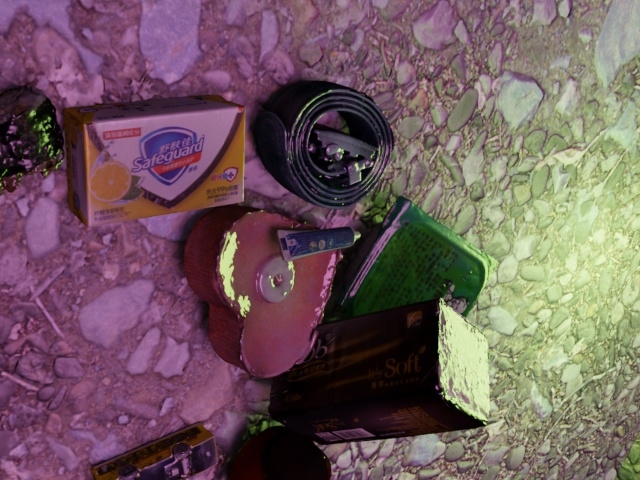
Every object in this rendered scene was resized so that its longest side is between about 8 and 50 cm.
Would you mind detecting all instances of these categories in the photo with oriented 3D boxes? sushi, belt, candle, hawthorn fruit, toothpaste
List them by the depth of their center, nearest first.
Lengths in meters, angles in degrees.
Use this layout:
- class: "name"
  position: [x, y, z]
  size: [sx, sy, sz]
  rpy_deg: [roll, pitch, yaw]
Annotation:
- class: "sushi"
  position: [-0.446, -0.117, 1.162]
  size: [0.212, 0.147, 0.115]
  rpy_deg: [-31, 126, -25]
- class: "belt"
  position: [0.001, -0.170, 1.478]
  size: [0.267, 0.116, 0.207]
  rpy_deg: [25, 92, -43]
- class: "toothpaste"
  position: [0.000, 0.000, 1.484]
  size: [0.197, 0.034, 0.057]
  rpy_deg: [-8, 81, -45]
- class: "candle"
  position: [-0.097, 0.059, 1.513]
  size: [0.287, 0.131, 0.317]
  rpy_deg: [-39, 127, -30]
- class: "hawthorn fruit"
  position: [-0.092, 0.474, 1.676]
  size: [0.189, 0.190, 0.251]
  rpy_deg: [14, 126, -39]

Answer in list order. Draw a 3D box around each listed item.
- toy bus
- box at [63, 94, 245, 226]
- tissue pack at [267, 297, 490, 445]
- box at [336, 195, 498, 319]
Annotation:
- class: "toy bus"
  position: [-0.299, 0.411, 1.568]
  size: [0.226, 0.074, 0.081]
  rpy_deg: [-20, 123, -27]
- class: "box"
  position: [-0.252, -0.128, 1.327]
  size: [0.265, 0.097, 0.169]
  rpy_deg: [-10, 117, -32]
- class: "tissue pack"
  position: [0.103, 0.256, 1.578]
  size: [0.210, 0.369, 0.198]
  rpy_deg: [35, 49, -46]
- class: "box"
  position: [0.173, 0.078, 1.726]
  size: [0.336, 0.106, 0.264]
  rpy_deg: [30, 93, -41]
